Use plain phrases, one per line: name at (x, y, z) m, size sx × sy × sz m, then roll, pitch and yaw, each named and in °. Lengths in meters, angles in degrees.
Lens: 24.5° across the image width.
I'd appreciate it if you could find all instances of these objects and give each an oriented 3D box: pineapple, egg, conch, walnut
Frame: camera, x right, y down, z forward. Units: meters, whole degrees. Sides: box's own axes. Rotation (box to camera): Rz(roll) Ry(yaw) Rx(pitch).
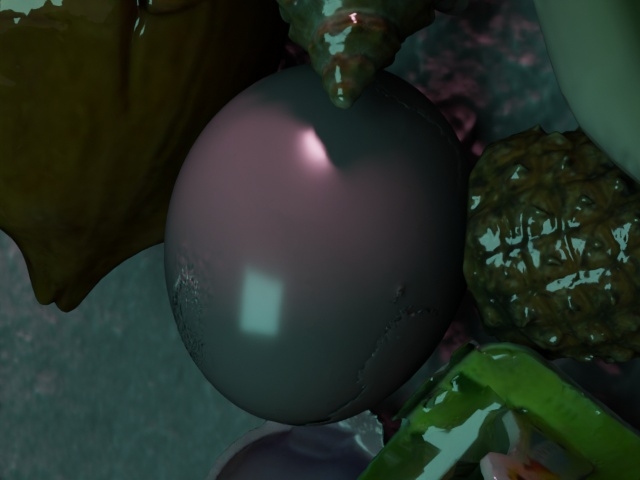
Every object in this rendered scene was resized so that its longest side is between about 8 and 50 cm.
pineapple at (0.158, 0.007, 0.627) m, size 0.197 × 0.108 × 0.108 m, roll 7°, pitch 97°, yaw 28°
egg at (0.000, 0.000, 0.694) m, size 0.146 × 0.146 × 0.199 m, roll -31°, pitch 32°, yaw 35°
conch at (0.034, -0.146, 0.698) m, size 0.114 × 0.234 × 0.137 m, roll 22°, pitch 128°, yaw 3°
walnut at (-0.114, -0.126, 0.765) m, size 0.209 × 0.209 × 0.336 m, roll 18°, pitch 104°, yaw 36°

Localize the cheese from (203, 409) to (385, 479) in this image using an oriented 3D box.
cheese at (-0.004, 0.219, 0.773) m, size 0.189 × 0.074 × 0.286 m, roll 7°, pitch 100°, yaw 38°

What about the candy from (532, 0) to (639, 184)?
candy at (0.186, -0.222, 0.482) m, size 0.386 × 0.186 × 0.427 m, roll 69°, pitch 156°, yaw 19°

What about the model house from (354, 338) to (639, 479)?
model house at (0.084, 0.287, 0.550) m, size 0.340 × 0.323 × 0.300 m, roll 39°, pitch 112°, yaw -1°
